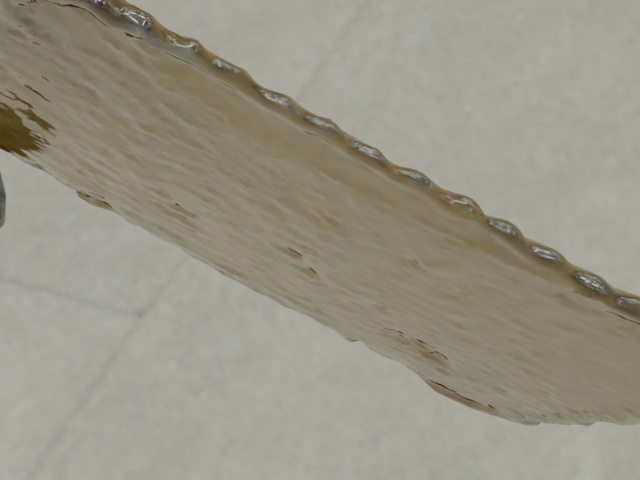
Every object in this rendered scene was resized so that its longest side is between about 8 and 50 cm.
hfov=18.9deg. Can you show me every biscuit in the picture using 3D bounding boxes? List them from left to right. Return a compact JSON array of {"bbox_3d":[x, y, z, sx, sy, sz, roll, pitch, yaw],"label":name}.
[{"bbox_3d":[0.000,0.000,0.565,0.013,0.232,0.237,-62,10,-11],"label":"biscuit"}]

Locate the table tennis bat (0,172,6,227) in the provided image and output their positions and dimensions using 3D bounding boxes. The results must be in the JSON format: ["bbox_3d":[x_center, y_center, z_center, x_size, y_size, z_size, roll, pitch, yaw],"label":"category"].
[{"bbox_3d":[-0.158,-0.127,0.738,0.021,0.154,0.274,-11,67,-13],"label":"table tennis bat"}]
